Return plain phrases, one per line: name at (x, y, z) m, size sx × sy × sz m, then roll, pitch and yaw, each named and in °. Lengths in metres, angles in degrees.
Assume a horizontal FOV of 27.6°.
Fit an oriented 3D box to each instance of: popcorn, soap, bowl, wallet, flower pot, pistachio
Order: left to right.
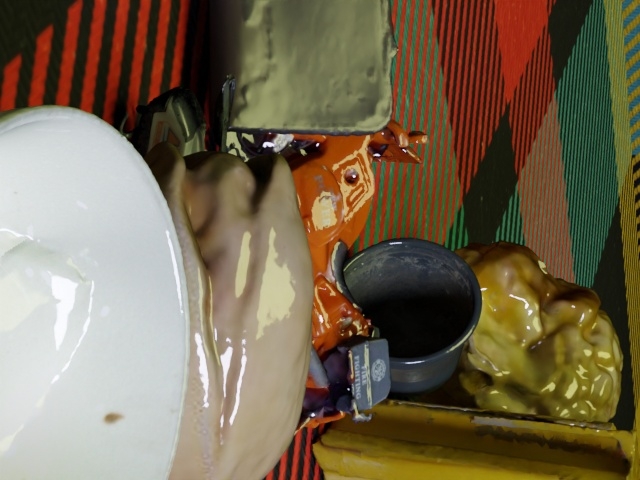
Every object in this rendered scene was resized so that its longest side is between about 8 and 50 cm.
bowl at (-0.191, 0.065, 0.677) m, size 0.277 × 0.145 × 0.277 m, roll 4°, pitch 90°, yaw -66°
pistachio at (-0.090, 0.074, 0.884) m, size 0.181 × 0.162 × 0.293 m, roll -124°, pitch -145°, yaw -55°
wallet at (-0.020, -0.237, 1.065) m, size 0.165 × 0.042 × 0.309 m, roll -1°, pitch 86°, yaw -30°
flower pot at (0.088, 0.090, 1.361) m, size 0.107 × 0.157 × 0.157 m, roll 85°, pitch 20°, yaw -51°
soap at (0.167, 0.264, 1.328) m, size 0.096 × 0.324 × 0.204 m, roll -62°, pitch 148°, yaw -47°
popcorn at (0.221, 0.159, 1.507) m, size 0.225 × 0.265 × 0.332 m, roll 123°, pitch -33°, yaw -56°

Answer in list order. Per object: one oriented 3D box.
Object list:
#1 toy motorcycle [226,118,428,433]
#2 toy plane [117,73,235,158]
toy motorcycle at (0.000, 0.000, 1.154) m, size 0.221 × 0.148 × 0.326 m, roll -13°, pitch 104°, yaw -44°
toy plane at (-0.109, -0.035, 0.954) m, size 0.053 × 0.078 × 0.197 m, roll -44°, pitch 147°, yaw -62°
